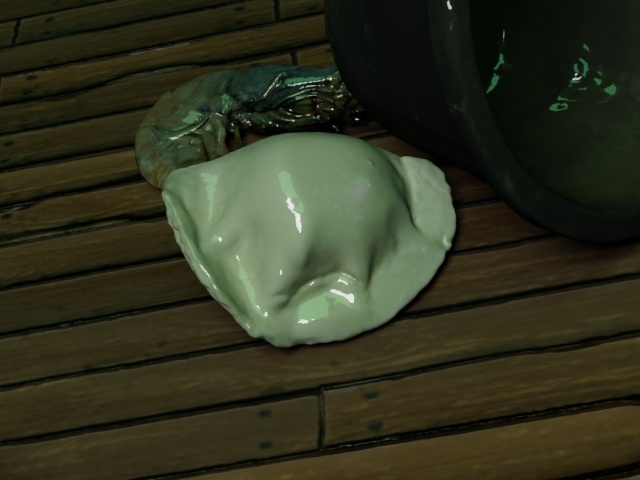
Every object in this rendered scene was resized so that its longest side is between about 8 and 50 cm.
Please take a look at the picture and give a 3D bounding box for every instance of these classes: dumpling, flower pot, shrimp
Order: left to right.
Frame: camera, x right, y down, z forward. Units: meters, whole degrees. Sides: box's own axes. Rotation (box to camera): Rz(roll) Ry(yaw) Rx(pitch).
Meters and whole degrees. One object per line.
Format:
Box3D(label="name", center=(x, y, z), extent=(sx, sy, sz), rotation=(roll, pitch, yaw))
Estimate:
Box3D(label="shrimp", center=(-0.051, -0.105, 1.182), extent=(0.289, 0.075, 0.178), rotation=(-1, 50, 13))
Box3D(label="dumpling", center=(0.000, 0.000, 1.025), extent=(0.252, 0.131, 0.179), rotation=(-4, 56, -22))
Box3D(label="flower pot", center=(0.163, -0.182, 1.052), extent=(0.379, 0.379, 0.251), rotation=(-42, 28, -29))
